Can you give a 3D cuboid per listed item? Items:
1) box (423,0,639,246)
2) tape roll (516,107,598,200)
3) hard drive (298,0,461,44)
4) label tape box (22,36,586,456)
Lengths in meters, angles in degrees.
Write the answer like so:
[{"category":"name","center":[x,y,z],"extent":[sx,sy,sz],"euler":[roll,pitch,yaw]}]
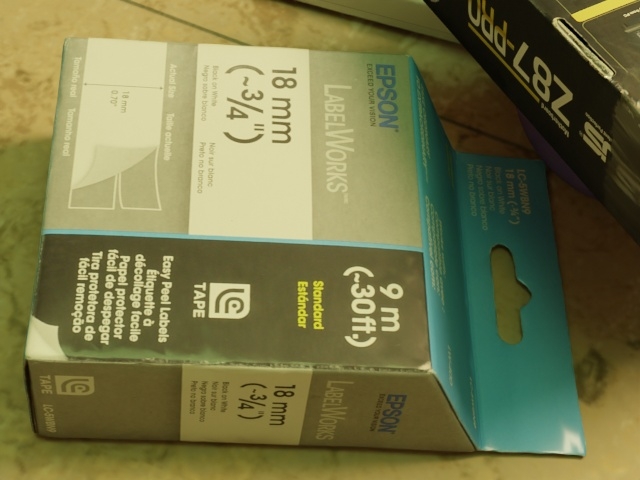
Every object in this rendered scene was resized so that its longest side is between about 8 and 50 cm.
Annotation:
[{"category":"box","center":[0.286,-0.176,0.818],"extent":[0.395,0.097,0.318],"euler":[-21,47,-15]},{"category":"tape roll","center":[0.231,-0.119,0.934],"extent":[0.189,0.080,0.189],"euler":[1,72,-2]},{"category":"hard drive","center":[0.123,-0.248,1.073],"extent":[0.353,0.047,0.233],"euler":[15,54,4]},{"category":"label tape box","center":[0.000,0.000,0.842],"extent":[0.333,0.106,0.241],"euler":[2,54,-5]}]
